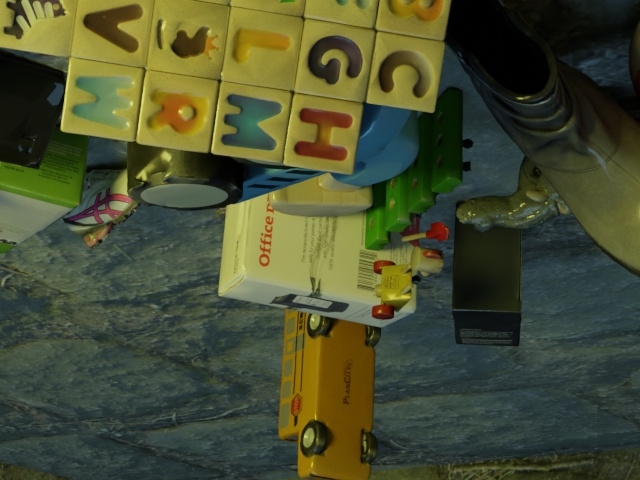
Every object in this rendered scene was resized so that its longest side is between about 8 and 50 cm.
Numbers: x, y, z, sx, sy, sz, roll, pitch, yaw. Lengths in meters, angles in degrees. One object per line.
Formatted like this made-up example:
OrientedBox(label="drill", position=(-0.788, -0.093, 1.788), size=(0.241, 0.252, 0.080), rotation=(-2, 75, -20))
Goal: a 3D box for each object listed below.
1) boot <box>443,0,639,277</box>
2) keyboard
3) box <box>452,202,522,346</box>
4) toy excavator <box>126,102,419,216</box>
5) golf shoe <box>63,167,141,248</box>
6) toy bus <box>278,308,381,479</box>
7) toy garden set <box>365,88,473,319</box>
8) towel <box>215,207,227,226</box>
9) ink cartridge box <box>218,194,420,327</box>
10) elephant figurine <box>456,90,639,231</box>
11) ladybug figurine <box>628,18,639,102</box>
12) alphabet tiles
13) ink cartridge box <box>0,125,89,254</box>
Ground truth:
OrientedBox(label="boot", position=(0.232, -0.096, 1.148), size=(0.338, 0.118, 0.223), rotation=(43, -175, 32))
OrientedBox(label="keyboard", position=(-0.445, -0.133, 1.349), size=(0.317, 0.033, 0.201), rotation=(13, 115, -32))
OrientedBox(label="box", position=(0.228, 0.047, 1.703), size=(0.093, 0.156, 0.158), rotation=(1, 159, 8))
OrientedBox(label="toy excavator", position=(-0.006, -0.121, 1.268), size=(0.445, 0.222, 0.433), rotation=(11, 161, -42))
OrientedBox(label="golf shoe", position=(-0.277, -0.060, 1.619), size=(0.086, 0.067, 0.186), rotation=(44, 130, -13))
OrientedBox(label="toy bus", position=(0.010, 0.200, 1.886), size=(0.108, 0.332, 0.130), rotation=(16, 155, -30))
OrientedBox(label="toy garden set", position=(0.118, -0.030, 1.451), size=(0.049, 0.203, 0.244), rotation=(9, 159, -17))
OrientedBox(label="towel", position=(-0.101, -0.031, 1.749), size=(0.083, 0.009, 0.060), rotation=(1, 158, 7))
OrientedBox(label="ink cartridge box", position=(0.000, 0.000, 1.589), size=(0.237, 0.172, 0.100), rotation=(12, 158, -22))
OrientedBox(label="elephant figurine", position=(0.300, -0.083, 1.381), size=(0.239, 0.186, 0.169), rotation=(23, 129, 21))
OrientedBox(label="ladybug figurine", position=(0.456, -0.166, 1.107), size=(0.305, 0.162, 0.449), rotation=(11, 158, -20))
OrientedBox(label="alphabet tiles", position=(-0.064, -0.206, 0.947), size=(0.343, 0.285, 0.011), rotation=(8, -173, -11))
OrientedBox(label="ink cartridge box", position=(-0.431, -0.074, 1.570), size=(0.189, 0.097, 0.255), rotation=(16, 157, -31))
